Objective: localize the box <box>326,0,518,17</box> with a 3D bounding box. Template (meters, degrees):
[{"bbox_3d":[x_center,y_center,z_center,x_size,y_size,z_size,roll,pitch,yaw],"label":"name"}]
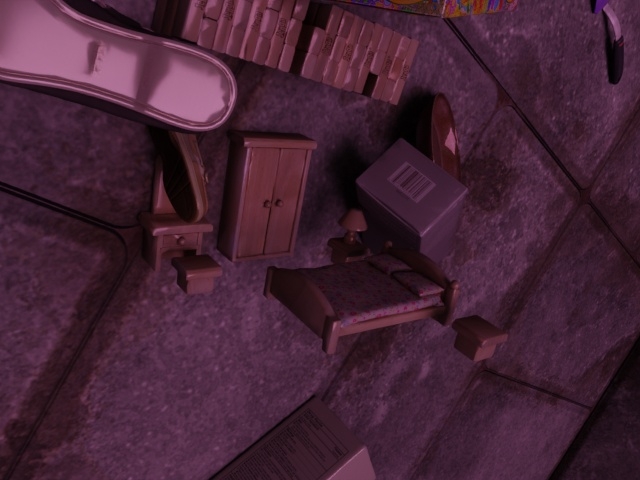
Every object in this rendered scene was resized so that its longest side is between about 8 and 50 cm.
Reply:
[{"bbox_3d":[0.122,-0.395,0.587,0.290,0.177,0.279,-35,139,-52],"label":"box"}]

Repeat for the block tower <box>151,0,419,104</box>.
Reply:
[{"bbox_3d":[-0.035,-0.246,0.669,0.336,0.091,0.097,5,109,-41],"label":"block tower"}]

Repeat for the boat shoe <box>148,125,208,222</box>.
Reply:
[{"bbox_3d":[-0.151,-0.090,0.632,0.048,0.152,0.056,-4,151,-43],"label":"boat shoe"}]

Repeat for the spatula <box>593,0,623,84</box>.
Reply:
[{"bbox_3d":[0.595,-0.429,1.137,0.084,0.030,0.296,-46,135,-9],"label":"spatula"}]

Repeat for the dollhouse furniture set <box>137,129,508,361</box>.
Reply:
[{"bbox_3d":[0.000,0.000,0.649,0.303,0.356,0.173,-6,116,-37],"label":"dollhouse furniture set"}]

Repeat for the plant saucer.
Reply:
[{"bbox_3d":[0.190,-0.137,0.904,0.199,0.036,0.198,-4,90,-65],"label":"plant saucer"}]

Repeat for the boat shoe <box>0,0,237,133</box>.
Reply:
[{"bbox_3d":[-0.243,-0.185,0.526,0.335,0.095,0.112,19,93,-29],"label":"boat shoe"}]

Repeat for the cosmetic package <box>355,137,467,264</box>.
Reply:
[{"bbox_3d":[0.133,-0.032,0.847,0.107,0.127,0.238,-44,158,-13],"label":"cosmetic package"}]

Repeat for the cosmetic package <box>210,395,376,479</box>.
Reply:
[{"bbox_3d":[-0.065,0.441,0.987,0.296,0.153,0.129,-34,133,-19],"label":"cosmetic package"}]
